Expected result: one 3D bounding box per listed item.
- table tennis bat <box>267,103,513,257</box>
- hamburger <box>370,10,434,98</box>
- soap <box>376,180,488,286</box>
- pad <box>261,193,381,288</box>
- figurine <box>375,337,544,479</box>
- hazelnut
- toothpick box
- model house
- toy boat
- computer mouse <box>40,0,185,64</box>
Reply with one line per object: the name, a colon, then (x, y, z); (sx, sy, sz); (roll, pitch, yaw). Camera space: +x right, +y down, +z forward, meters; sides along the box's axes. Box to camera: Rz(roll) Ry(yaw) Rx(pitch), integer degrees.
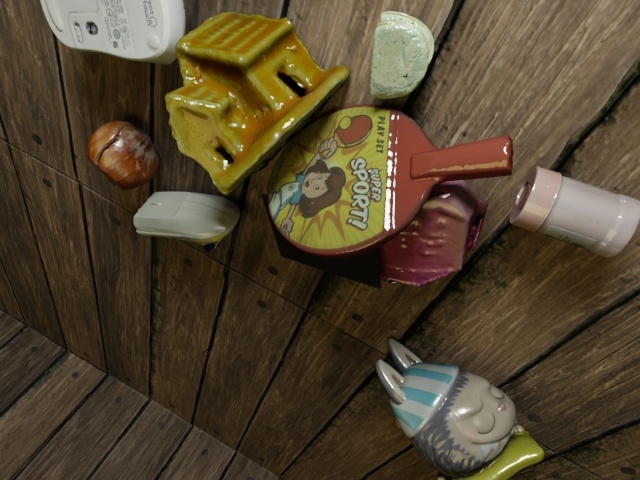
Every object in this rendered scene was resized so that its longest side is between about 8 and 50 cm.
table tennis bat: (0.086, -0.104, 0.708); (0.415, 0.268, 0.051); (-3, 162, 31)
hamburger: (0.124, -0.274, 0.660); (0.084, 0.054, 0.121); (14, 126, 22)
soap: (0.136, -0.028, 0.818); (0.325, 0.127, 0.220); (6, 132, 25)
pad: (0.000, 0.000, 0.826); (0.243, 0.004, 0.163); (16, 137, 32)
figurine: (0.299, 0.395, 1.092); (0.377, 0.266, 0.361); (59, 169, 18)
hazelnut: (-0.447, -0.196, 1.011); (0.143, 0.143, 0.154); (-17, 126, 39)
toothpick box: (0.384, -0.044, 0.676); (0.149, 0.098, 0.098); (22, 135, 11)
model house: (-0.134, -0.246, 0.720); (0.239, 0.268, 0.173); (46, 155, -11)
toy boat: (-0.308, -0.043, 1.057); (0.270, 0.140, 0.140); (14, 133, 16)
computer mouse: (-0.343, -0.402, 0.763); (0.297, 0.121, 0.184); (7, 119, 20)
